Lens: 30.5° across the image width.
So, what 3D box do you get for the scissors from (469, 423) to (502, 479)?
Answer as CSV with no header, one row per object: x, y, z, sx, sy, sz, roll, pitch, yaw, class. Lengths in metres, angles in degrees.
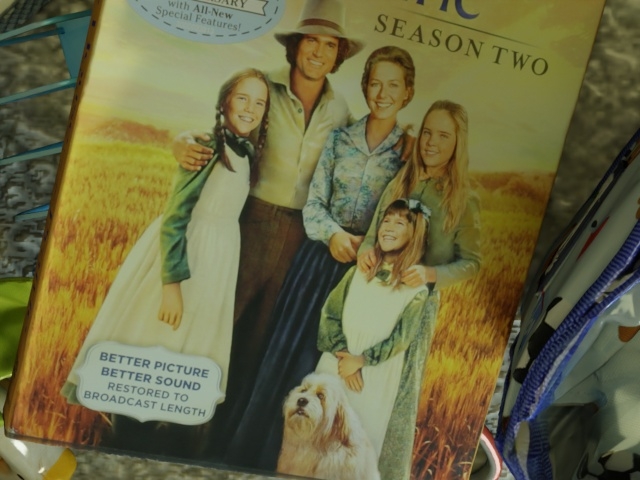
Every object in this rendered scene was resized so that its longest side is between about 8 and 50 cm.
0.022,0.094,0.815,0.109,0.021,0.297,-30,119,14,scissors

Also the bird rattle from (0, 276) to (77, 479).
-0.288,0.116,0.855,0.253,0.143,0.207,-6,132,38,bird rattle

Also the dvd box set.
0.000,-0.059,0.725,0.307,0.062,0.421,13,99,-18,dvd box set

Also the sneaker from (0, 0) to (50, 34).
-0.151,-0.270,0.768,0.321,0.126,0.127,-35,96,14,sneaker

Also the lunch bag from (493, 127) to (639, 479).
0.282,0.010,0.655,0.385,0.328,0.239,-24,93,15,lunch bag

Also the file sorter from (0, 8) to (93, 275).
-0.154,-0.070,0.799,0.118,0.104,0.170,-6,102,42,file sorter
